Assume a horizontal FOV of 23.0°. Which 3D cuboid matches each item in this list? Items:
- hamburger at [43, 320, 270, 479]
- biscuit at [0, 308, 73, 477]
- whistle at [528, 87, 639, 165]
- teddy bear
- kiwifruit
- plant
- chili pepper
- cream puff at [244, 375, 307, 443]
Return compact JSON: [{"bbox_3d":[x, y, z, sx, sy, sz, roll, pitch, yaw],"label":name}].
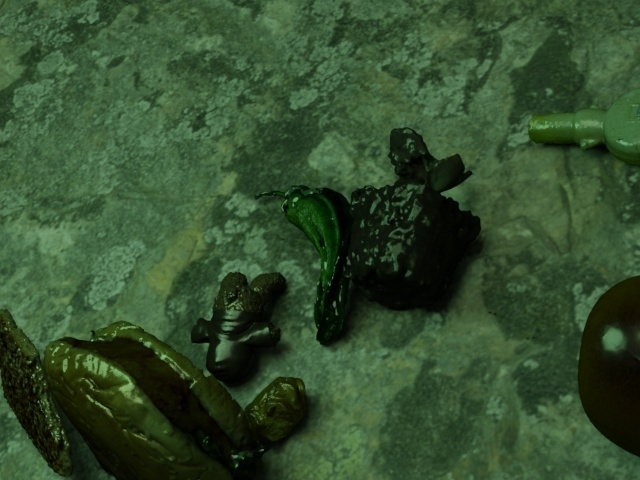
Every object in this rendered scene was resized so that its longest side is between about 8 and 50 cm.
[{"bbox_3d":[-0.207,0.191,1.804,0.309,0.211,0.132,25,64,40],"label":"hamburger"},{"bbox_3d":[-0.353,0.183,1.911,0.026,0.131,0.237,-14,26,-22],"label":"biscuit"},{"bbox_3d":[0.344,-0.140,1.888,0.198,0.057,0.104,3,55,27],"label":"whistle"},{"bbox_3d":[-0.101,0.093,1.915,0.119,0.078,0.160,-2,53,21],"label":"teddy bear"},{"bbox_3d":[0.375,0.132,1.570,0.234,0.196,0.196,7,58,31],"label":"kiwifruit"},{"bbox_3d":[0.109,-0.026,1.862,0.131,0.142,0.203,1,58,47],"label":"plant"},{"bbox_3d":[0.000,0.000,1.948,0.122,0.065,0.279,-42,38,19],"label":"chili pepper"},{"bbox_3d":[-0.049,0.196,1.826,0.058,0.083,0.083,46,64,-2],"label":"cream puff"}]
